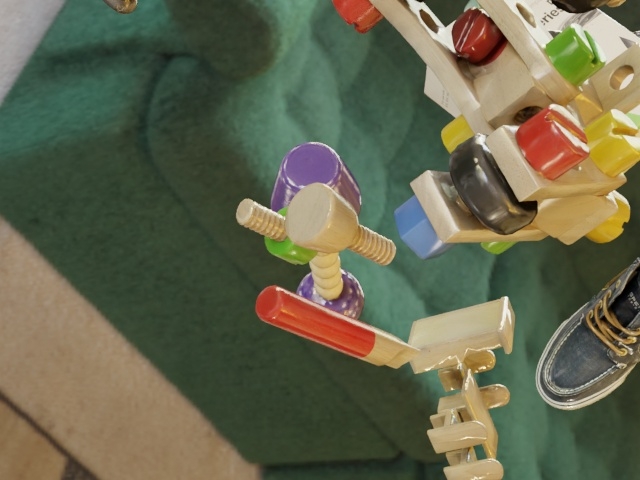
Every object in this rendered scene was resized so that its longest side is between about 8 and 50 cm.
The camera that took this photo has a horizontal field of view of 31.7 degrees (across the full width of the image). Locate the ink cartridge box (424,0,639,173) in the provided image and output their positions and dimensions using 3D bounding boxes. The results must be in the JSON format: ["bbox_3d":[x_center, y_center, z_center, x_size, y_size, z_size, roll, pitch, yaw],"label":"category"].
[{"bbox_3d":[0.296,-0.199,1.439,0.198,0.273,0.115,-39,155,-20],"label":"ink cartridge box"}]

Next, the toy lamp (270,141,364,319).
[{"bbox_3d":[0.000,0.000,1.010,0.274,0.080,0.080,86,11,-65],"label":"toy lamp"}]

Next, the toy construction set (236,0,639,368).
[{"bbox_3d":[0.118,-0.047,0.740,0.237,0.257,0.309,27,103,-42],"label":"toy construction set"}]

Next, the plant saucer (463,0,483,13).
[{"bbox_3d":[0.183,-0.229,1.313,0.119,0.021,0.119,-6,90,-76],"label":"plant saucer"}]

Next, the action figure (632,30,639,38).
[{"bbox_3d":[0.537,-0.381,1.626,0.275,0.164,0.141,93,-8,-61],"label":"action figure"}]

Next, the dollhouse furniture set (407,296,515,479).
[{"bbox_3d":[0.260,0.235,1.815,0.212,0.161,0.242,-66,136,-61],"label":"dollhouse furniture set"}]

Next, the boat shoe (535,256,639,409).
[{"bbox_3d":[0.226,0.058,0.846,0.065,0.183,0.083,50,15,21],"label":"boat shoe"}]

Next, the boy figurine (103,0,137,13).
[{"bbox_3d":[-0.177,-0.372,1.295,0.092,0.285,0.177,45,52,-6],"label":"boy figurine"}]
